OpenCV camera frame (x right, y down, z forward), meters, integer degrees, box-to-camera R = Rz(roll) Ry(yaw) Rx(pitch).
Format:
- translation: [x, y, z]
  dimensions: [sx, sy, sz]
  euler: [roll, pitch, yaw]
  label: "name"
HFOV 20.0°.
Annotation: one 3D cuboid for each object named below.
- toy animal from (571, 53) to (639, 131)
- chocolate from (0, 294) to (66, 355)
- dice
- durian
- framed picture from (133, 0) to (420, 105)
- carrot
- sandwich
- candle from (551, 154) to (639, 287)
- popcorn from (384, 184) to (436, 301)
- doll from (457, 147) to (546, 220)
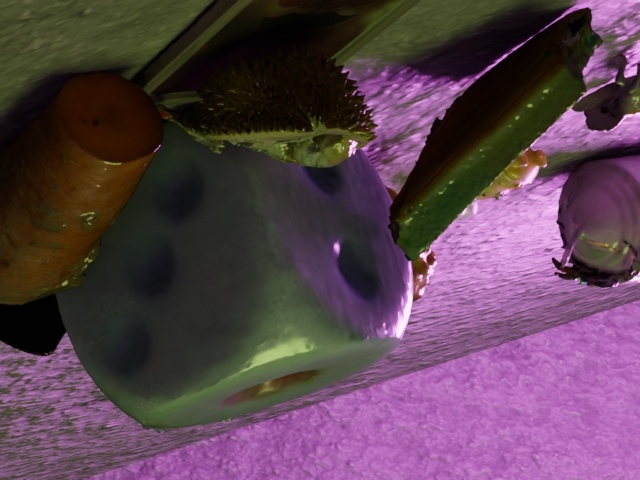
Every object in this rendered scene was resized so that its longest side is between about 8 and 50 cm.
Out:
- translation: [0.373, -0.175, 2.036]
  dimensions: [0.095, 0.219, 0.155]
  euler: [17, 108, -41]
  label: "toy animal"
- translation: [-0.313, 0.063, 1.979]
  dimensions: [0.149, 0.125, 0.080]
  euler: [-19, -176, -19]
  label: "chocolate"
- translation: [-0.085, 0.026, 1.800]
  dimensions: [0.268, 0.262, 0.265]
  euler: [-25, 166, 31]
  label: "dice"
- translation: [-0.047, -0.117, 1.584]
  dimensions: [0.208, 0.102, 0.146]
  euler: [1, 171, 19]
  label: "durian"
- translation: [-0.020, -0.188, 1.555]
  dimensions: [0.211, 0.020, 0.289]
  euler: [-8, 164, -38]
  label: "framed picture"
- translation: [-0.247, -0.037, 1.621]
  dimensions: [0.139, 0.138, 0.302]
  euler: [-11, 158, -31]
  label: "carrot"
- translation: [0.177, -0.114, 1.792]
  dimensions: [0.212, 0.063, 0.245]
  euler: [-36, -163, 49]
  label: "sandwich"
- translation: [0.422, -0.026, 2.494]
  dimensions: [0.330, 0.187, 0.187]
  euler: [-8, 163, -38]
  label: "candle"
- translation: [0.000, 0.000, 2.059]
  dimensions: [0.266, 0.192, 0.233]
  euler: [4, -176, 3]
  label: "popcorn"
- translation: [0.204, -0.073, 2.258]
  dimensions: [0.106, 0.062, 0.162]
  euler: [1, 158, -46]
  label: "doll"
